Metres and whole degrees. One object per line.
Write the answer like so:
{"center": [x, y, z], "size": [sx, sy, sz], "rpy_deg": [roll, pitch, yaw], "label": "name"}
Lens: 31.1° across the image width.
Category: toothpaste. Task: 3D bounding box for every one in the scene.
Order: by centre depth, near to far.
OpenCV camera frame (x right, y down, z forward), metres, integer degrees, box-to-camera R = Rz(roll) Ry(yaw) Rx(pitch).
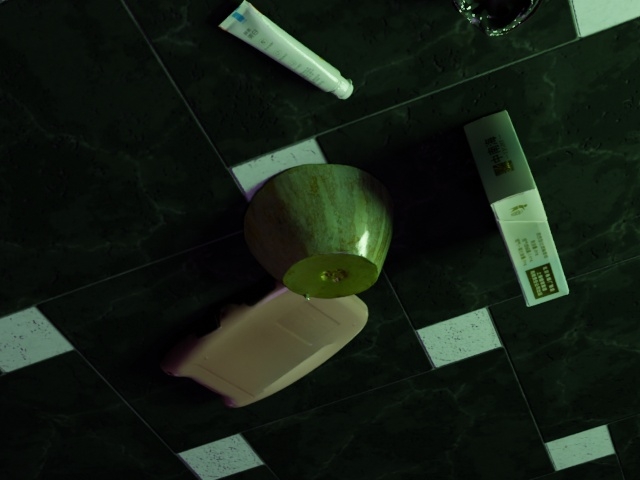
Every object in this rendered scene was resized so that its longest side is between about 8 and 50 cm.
{"center": [-0.035, -0.225, 1.389], "size": [0.190, 0.031, 0.048], "rpy_deg": [30, 128, -33], "label": "toothpaste"}

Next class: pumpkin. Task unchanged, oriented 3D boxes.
{"center": [0.007, 0.007, 1.596], "size": [0.218, 0.110, 0.217], "rpy_deg": [-9, 138, -8], "label": "pumpkin"}

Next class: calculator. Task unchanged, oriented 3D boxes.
{"center": [-0.079, 0.155, 1.793], "size": [0.330, 0.048, 0.220], "rpy_deg": [-36, 132, 21], "label": "calculator"}

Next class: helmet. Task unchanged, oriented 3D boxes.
{"center": [0.196, -0.299, 1.325], "size": [0.098, 0.070, 0.123], "rpy_deg": [-37, 127, 18], "label": "helmet"}

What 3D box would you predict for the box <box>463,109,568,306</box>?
{"center": [0.270, -0.040, 1.571], "size": [0.067, 0.155, 0.243], "rpy_deg": [-20, 140, 8], "label": "box"}
